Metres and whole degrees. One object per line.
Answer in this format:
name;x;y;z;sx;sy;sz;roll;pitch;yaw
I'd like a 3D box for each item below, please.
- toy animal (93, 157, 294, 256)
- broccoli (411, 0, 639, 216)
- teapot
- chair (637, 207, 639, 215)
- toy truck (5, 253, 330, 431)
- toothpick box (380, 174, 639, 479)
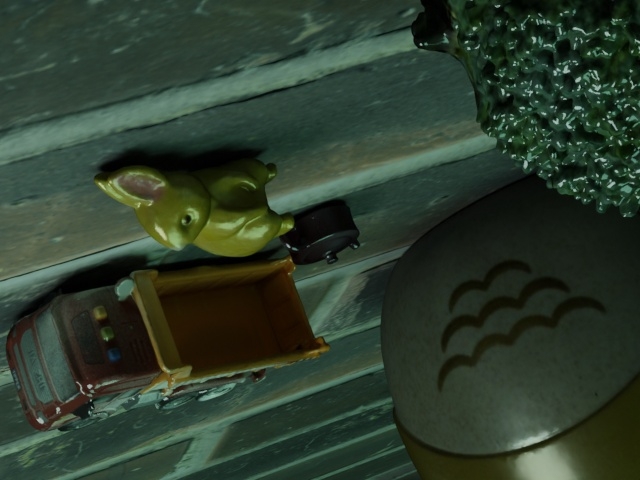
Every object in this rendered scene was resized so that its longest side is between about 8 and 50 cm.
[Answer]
toy animal;-0.100;-0.024;1.075;0.083;0.070;0.159;-33;157;32
broccoli;0.184;-0.168;0.878;0.246;0.263;0.243;6;-148;33
teapot;0.000;0.000;1.315;0.068;0.045;0.100;-38;160;34
chair;0.267;-0.129;1.201;0.140;0.221;0.145;-20;120;-12
toy truck;-0.129;0.087;1.285;0.270;0.114;0.135;-7;160;-45
toothpick box;0.289;0.166;1.561;0.408;0.425;0.409;-21;163;-7
